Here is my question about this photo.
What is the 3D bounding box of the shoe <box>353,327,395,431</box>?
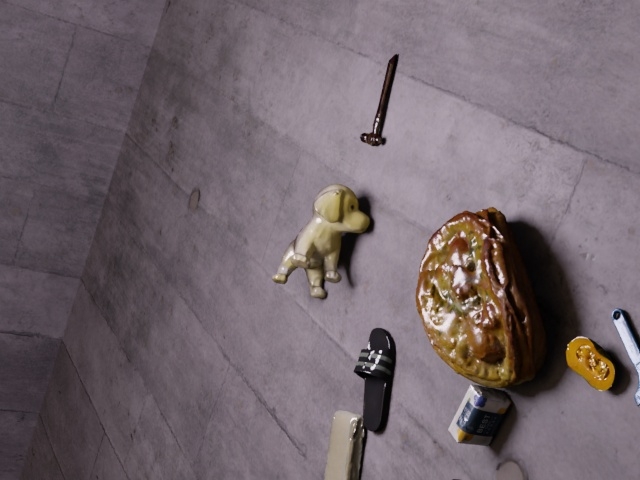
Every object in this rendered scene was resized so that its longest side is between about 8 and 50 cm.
[{"bbox_3d":[0.086,0.236,1.682,0.071,0.049,0.179,-12,70,56],"label":"shoe"}]

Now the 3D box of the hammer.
[{"bbox_3d":[0.114,-0.264,1.838,0.065,0.021,0.178,13,90,60],"label":"hammer"}]

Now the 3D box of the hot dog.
[{"bbox_3d":[0.234,0.085,1.429,0.196,0.122,0.272,-44,43,42],"label":"hot dog"}]

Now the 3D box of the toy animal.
[{"bbox_3d":[0.002,0.007,1.844,0.233,0.121,0.168,127,158,-51],"label":"toy animal"}]

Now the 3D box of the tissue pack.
[{"bbox_3d":[0.232,0.256,1.426,0.083,0.062,0.042,-66,31,18],"label":"tissue pack"}]

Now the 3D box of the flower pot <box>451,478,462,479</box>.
[{"bbox_3d":[0.191,0.411,1.370,0.107,0.157,0.157,-128,56,-67],"label":"flower pot"}]

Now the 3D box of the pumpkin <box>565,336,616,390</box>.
[{"bbox_3d":[0.360,0.162,1.284,0.083,0.028,0.050,55,128,40],"label":"pumpkin"}]

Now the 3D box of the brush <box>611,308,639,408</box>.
[{"bbox_3d":[0.402,0.154,1.233,0.051,0.014,0.164,-48,41,37],"label":"brush"}]

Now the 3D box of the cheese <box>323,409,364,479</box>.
[{"bbox_3d":[0.025,0.500,1.709,0.085,0.034,0.400,-2,78,55],"label":"cheese"}]
